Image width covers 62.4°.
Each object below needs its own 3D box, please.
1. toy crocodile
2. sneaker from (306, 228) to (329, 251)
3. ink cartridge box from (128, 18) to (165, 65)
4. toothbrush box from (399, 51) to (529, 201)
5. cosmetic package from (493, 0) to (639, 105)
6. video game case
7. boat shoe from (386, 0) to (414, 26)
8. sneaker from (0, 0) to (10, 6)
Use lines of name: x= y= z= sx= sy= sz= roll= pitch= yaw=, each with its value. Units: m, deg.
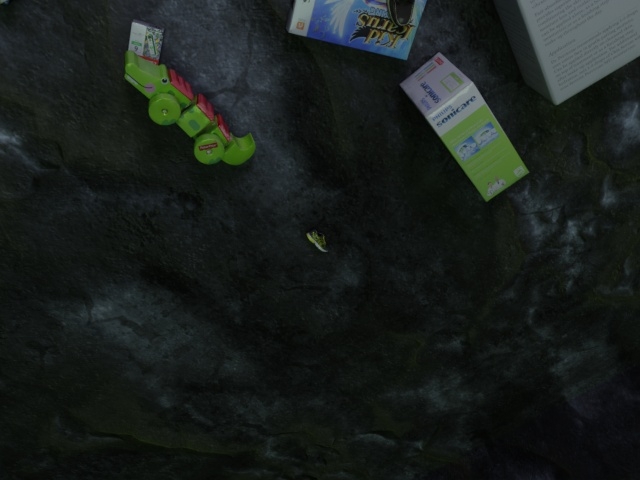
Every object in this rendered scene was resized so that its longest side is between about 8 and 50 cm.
toy crocodile: x=-0.277 y=-0.274 z=1.132 sx=0.105 sy=0.115 sz=0.340 roll=-36 pitch=131 yaw=14
sneaker: x=0.000 y=0.000 z=1.441 sx=0.035 sy=0.031 sz=0.083 roll=-41 pitch=122 yaw=18
ink cartridge box: x=-0.364 y=-0.389 z=1.094 sx=0.063 sy=0.029 sz=0.115 roll=11 pitch=122 yaw=-18
toothbrush box: x=0.326 y=-0.258 z=1.208 sx=0.122 sy=0.206 sz=0.283 roll=-38 pitch=123 yaw=17
cosmetic package: x=0.476 y=-0.534 z=1.064 sx=0.230 sy=0.161 sz=0.453 roll=-30 pitch=125 yaw=12
video game case: x=0.088 y=-0.518 z=1.067 sx=0.270 sy=0.061 sz=0.244 roll=7 pitch=125 yaw=-16
boat shoe: x=0.162 y=-0.492 z=1.030 sx=0.056 sy=0.049 sz=0.152 roll=-11 pitch=127 yaw=-5
sneaker: x=-0.554 y=-0.523 z=0.931 sx=0.081 sy=0.080 sz=0.211 roll=27 pitch=115 yaw=-30
